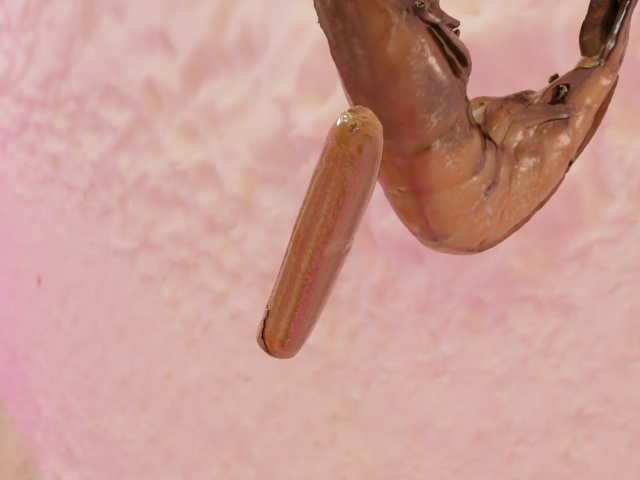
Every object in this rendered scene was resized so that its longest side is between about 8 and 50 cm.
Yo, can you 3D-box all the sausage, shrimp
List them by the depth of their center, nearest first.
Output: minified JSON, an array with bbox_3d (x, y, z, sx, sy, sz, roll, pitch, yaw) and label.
[{"bbox_3d":[0.000,0.000,0.489,0.132,0.024,0.024,112,149,-48],"label":"sausage"},{"bbox_3d":[0.079,-0.120,0.624,0.051,0.198,0.262,24,155,45],"label":"shrimp"}]
